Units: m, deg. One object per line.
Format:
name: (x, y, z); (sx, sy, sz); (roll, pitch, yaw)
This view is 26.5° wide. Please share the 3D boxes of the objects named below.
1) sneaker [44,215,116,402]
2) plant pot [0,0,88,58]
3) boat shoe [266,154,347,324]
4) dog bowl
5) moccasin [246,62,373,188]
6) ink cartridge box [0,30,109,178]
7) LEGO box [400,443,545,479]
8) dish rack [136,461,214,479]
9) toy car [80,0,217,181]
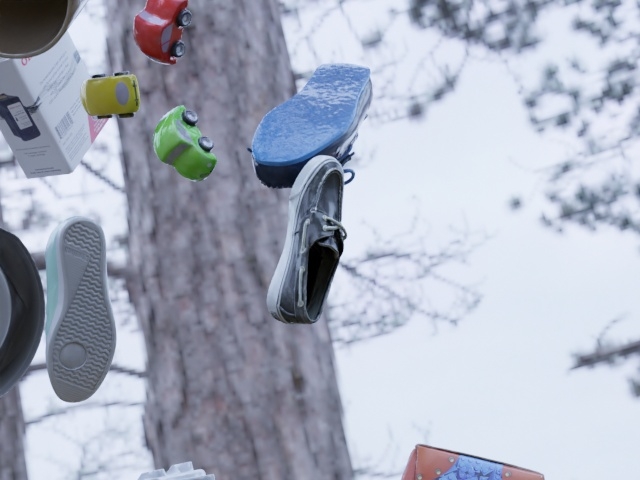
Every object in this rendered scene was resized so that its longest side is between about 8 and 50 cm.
sneaker: (-0.340, 0.092, 1.901); (0.094, 0.255, 0.151); (3, 2, -17)
plant pot: (-0.366, -0.417, 1.784); (0.256, 0.256, 0.274); (-33, 16, 43)
boat shoe: (0.000, 0.000, 1.681); (0.070, 0.219, 0.078); (2, -16, 46)
dog bowl: (-0.601, 0.103, 2.065); (0.349, 0.348, 0.102); (-3, 13, -26)
moccasin: (0.008, -0.138, 1.867); (0.138, 0.116, 0.342); (12, 30, 20)
ink cartridge box: (-0.472, -0.251, 2.293); (0.100, 0.172, 0.237); (-5, -52, 24)
LEGO box: (0.203, 0.575, 1.944); (0.193, 0.372, 0.500); (11, -29, 21)
dish rack: (-0.310, 0.397, 2.083); (0.286, 0.072, 0.333); (-7, -10, -20)
toy car: (-0.210, -0.173, 1.730); (0.053, 0.225, 0.239); (-16, -21, -50)
